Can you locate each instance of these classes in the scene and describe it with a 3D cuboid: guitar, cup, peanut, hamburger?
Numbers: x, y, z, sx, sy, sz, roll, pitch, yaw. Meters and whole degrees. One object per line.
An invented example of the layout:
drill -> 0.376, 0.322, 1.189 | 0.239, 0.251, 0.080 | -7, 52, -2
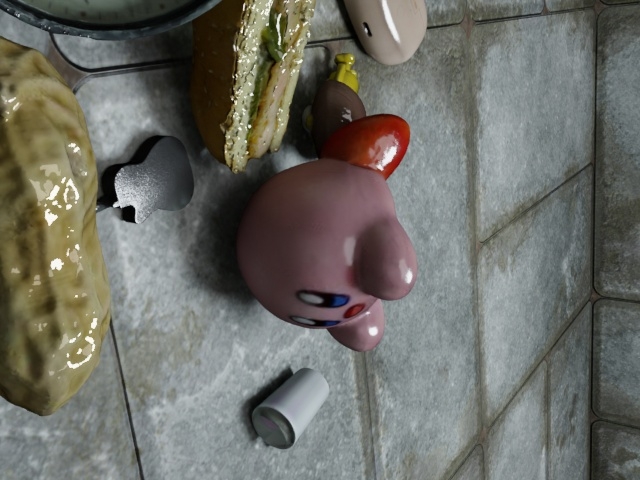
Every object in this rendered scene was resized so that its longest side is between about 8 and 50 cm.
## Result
guitar -> -0.226, -0.042, 0.747 | 0.233, 0.025, 0.088 | -38, 126, -45
cup -> -0.045, 0.255, 1.023 | 0.116, 0.074, 0.104 | -40, 150, -50
peanut -> -0.255, -0.010, 0.593 | 0.140, 0.153, 0.325 | -13, 94, -42
hamburger -> -0.094, -0.209, 0.788 | 0.124, 0.131, 0.262 | -38, 156, -44

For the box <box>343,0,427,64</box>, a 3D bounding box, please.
box -> 0.104, -0.380, 1.105 | 0.146, 0.088, 0.200 | -61, 140, -30

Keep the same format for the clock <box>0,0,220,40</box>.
clock -> -0.183, -0.326, 0.565 | 0.325, 0.067, 0.325 | -11, 128, -15

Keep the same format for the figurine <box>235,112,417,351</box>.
figurine -> -0.005, -0.007, 0.915 | 0.269, 0.211, 0.261 | 113, -20, -51

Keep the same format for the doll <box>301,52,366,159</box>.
doll -> 0.025, -0.184, 1.035 | 0.188, 0.096, 0.145 | -79, 170, -52
